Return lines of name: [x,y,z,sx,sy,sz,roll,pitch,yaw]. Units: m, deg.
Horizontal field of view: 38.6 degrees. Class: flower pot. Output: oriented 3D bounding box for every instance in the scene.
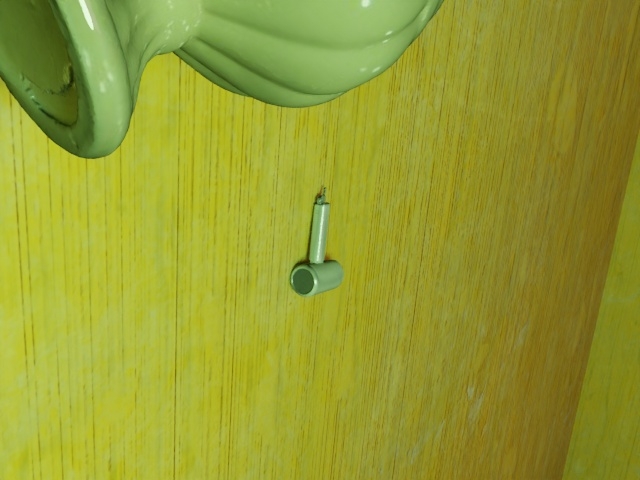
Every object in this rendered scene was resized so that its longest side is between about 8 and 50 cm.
flower pot: [-0.091,-0.200,0.550,0.244,0.307,0.307,-36,137,-24]

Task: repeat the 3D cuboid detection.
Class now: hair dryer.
hair dryer: [0.000,0.000,1.047,0.063,0.038,0.124,-10,108,-58]
